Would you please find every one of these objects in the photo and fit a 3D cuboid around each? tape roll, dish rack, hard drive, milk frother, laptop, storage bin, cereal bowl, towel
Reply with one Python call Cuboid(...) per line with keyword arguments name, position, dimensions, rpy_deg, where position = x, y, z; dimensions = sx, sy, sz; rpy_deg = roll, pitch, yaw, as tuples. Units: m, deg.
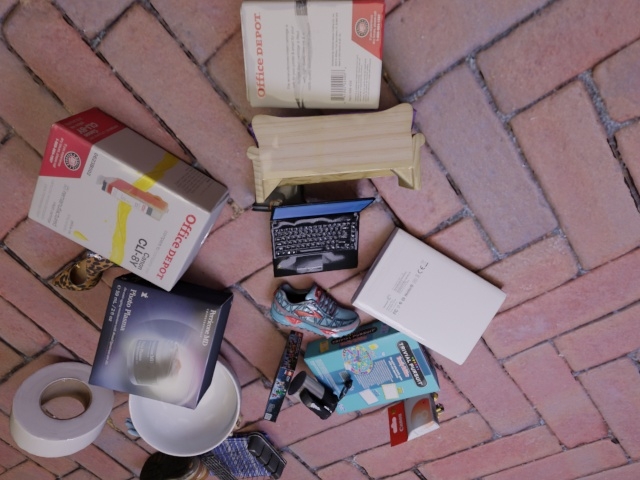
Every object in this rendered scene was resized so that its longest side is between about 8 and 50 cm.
Cuboid(name="tape roll", position=(-0.831, 0.539, 1.357), dimensions=(0.286, 0.286, 0.100), rpy_deg=(26, 118, -8))
Cuboid(name="dish rack", position=(-0.285, 0.807, 1.522), dimensions=(0.271, 0.074, 0.208), rpy_deg=(-22, 114, 22))
Cuboid(name="hard drive", position=(0.289, 0.151, 1.114), dimensions=(0.353, 0.047, 0.233), rpy_deg=(30, 95, -9))
Cuboid(name="milk frother", position=(0.004, 0.436, 1.234), dimensions=(0.134, 0.129, 0.143), rpy_deg=(41, 72, -15))
Cuboid(name="laptop", position=(0.000, 0.000, 1.020), dimensions=(0.234, 0.136, 0.264), rpy_deg=(-5, 119, -10))
Cuboid(name="storage bin", position=(-0.102, -0.121, 1.030), dimensions=(0.135, 0.098, 0.091), rpy_deg=(2, 108, 5))
Cuboid(name="cereal bowl", position=(-0.415, 0.491, 1.334), dimensions=(0.338, 0.141, 0.339), rpy_deg=(0, 94, -2))
Cuboid(name="towel", position=(-0.335, 0.820, 1.599), dimensions=(0.335, 0.040, 0.243), rpy_deg=(-6, 119, 12))

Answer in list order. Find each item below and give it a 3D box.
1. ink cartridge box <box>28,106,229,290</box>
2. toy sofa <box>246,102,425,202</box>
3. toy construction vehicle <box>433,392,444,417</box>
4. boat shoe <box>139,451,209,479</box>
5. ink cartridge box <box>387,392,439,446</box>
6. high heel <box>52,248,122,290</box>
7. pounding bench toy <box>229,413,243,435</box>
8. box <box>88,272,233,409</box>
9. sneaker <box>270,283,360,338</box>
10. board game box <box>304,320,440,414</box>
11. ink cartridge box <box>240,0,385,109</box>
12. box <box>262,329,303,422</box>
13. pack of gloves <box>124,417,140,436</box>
Cuboid(name="ink cartridge box", position=(-0.466, -0.093, 1.040), dimensions=(0.384, 0.160, 0.279), rpy_deg=(31, 117, -10))
Cuboid(name="toy sofa", position=(0.029, -0.186, 0.907), dimensions=(0.362, 0.150, 0.177), rpy_deg=(-6, 100, -2))
Cuboid(name="toy construction vehicle", position=(0.358, 0.548, 1.369), dimensions=(0.098, 0.035, 0.086), rpy_deg=(-39, 108, 23))
Cuboid(name="boat shoe", position=(-0.558, 0.890, 1.597), dimensions=(0.324, 0.123, 0.120), rpy_deg=(-19, 128, 31))
Cuboid(name="ink cartridge box", position=(0.278, 0.544, 1.314), dimensions=(0.179, 0.145, 0.045), rpy_deg=(-34, 115, 22))
Cuboid(name="high heel", position=(-0.659, 0.071, 1.136), dimensions=(0.261, 0.186, 0.093), rpy_deg=(-16, 75, 4))
Cuboid(name="pounding bench toy", position=(-0.314, 0.628, 1.459), dimensions=(0.052, 0.083, 0.065), rpy_deg=(-10, 118, 12))
Cuboid(name="box", position=(-0.430, 0.265, 1.164), dimensions=(0.294, 0.183, 0.296), rpy_deg=(14, 93, -3))
Cuboid(name="sneaker", position=(-0.011, 0.191, 1.178), dimensions=(0.261, 0.104, 0.125), rpy_deg=(10, 117, 0))
Cuboid(name="board game box", position=(0.157, 0.384, 1.277), dimensions=(0.336, 0.079, 0.254), rpy_deg=(-20, 114, 16))
Cuboid(name="ink cartridge box", position=(-0.012, -0.382, 0.859), dimensions=(0.272, 0.114, 0.197), rpy_deg=(2, 119, 4))
Cuboid(name="box", position=(-0.113, 0.414, 1.277), dimensions=(0.044, 0.159, 0.233), rpy_deg=(18, 119, -2))
Cuboid(name="pack of gloves", position=(-0.531, 0.616, 1.410), dimensions=(0.232, 0.195, 0.046), rpy_deg=(24, 108, -7))
